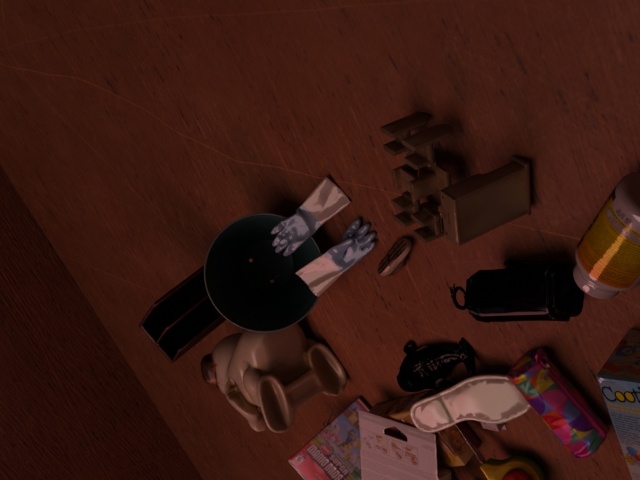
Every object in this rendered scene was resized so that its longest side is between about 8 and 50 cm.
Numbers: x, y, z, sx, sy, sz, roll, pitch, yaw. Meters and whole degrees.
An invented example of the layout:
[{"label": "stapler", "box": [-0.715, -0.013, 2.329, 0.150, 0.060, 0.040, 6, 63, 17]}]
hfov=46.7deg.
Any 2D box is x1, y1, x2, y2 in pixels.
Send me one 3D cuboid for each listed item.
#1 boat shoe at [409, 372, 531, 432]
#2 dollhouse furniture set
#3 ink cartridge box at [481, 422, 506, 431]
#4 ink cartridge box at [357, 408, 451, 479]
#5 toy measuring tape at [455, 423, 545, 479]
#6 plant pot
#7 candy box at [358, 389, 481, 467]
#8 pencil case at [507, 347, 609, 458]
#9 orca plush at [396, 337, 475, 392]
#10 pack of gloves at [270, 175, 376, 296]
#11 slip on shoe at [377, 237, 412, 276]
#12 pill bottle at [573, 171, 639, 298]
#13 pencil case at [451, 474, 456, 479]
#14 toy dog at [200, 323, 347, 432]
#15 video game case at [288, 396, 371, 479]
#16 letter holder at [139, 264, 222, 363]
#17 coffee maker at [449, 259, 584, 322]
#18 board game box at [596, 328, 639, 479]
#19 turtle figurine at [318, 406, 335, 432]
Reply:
[{"label": "boat shoe", "box": [0.354, 0.360, 1.698, 0.320, 0.099, 0.116, -26, 87, 37]}, {"label": "dollhouse furniture set", "box": [0.248, -0.111, 1.377, 0.242, 0.161, 0.212, 44, 153, 51]}, {"label": "ink cartridge box", "box": [0.404, 0.423, 1.760, 0.048, 0.028, 0.083, -1, 122, 50]}, {"label": "ink cartridge box", "box": [0.217, 0.577, 1.943, 0.275, 0.060, 0.238, 6, 102, 47]}, {"label": "toy measuring tape", "box": [0.437, 0.518, 1.764, 0.330, 0.121, 0.121, 56, 149, 18]}, {"label": "plant pot", "box": [-0.137, 0.072, 1.879, 0.290, 0.290, 0.195, 53, -179, -4]}, {"label": "candy box", "box": [0.254, 0.510, 1.965, 0.183, 0.088, 0.316, 52, 147, -2]}, {"label": "pencil case", "box": [0.486, 0.331, 1.518, 0.236, 0.104, 0.104, 50, 146, -1]}, {"label": "orca plush", "box": [0.257, 0.327, 1.773, 0.287, 0.102, 0.151, -18, 108, 54]}, {"label": "pack of gloves", "box": [0.000, 0.000, 1.716, 0.195, 0.046, 0.232, 46, 114, -3]}, {"label": "slip on shoe", "box": [0.175, 0.041, 1.655, 0.041, 0.051, 0.135, 15, 140, -17]}, {"label": "pill bottle", "box": [0.486, 0.000, 1.182, 0.117, 0.117, 0.215, 37, 144, 19]}, {"label": "pencil case", "box": [0.242, 0.747, 2.147, 0.386, 0.160, 0.167, -29, 66, 57]}, {"label": "toy dog", "box": [-0.195, 0.376, 2.195, 0.395, 0.285, 0.408, 57, 148, -9]}, {"label": "video game case", "box": [0.076, 0.622, 2.150, 0.204, 0.285, 0.025, 48, -174, 5]}, {"label": "letter holder", "box": [-0.348, 0.183, 2.161, 0.152, 0.302, 0.214, 48, 146, 4]}, {"label": "coffee maker", "box": [0.368, 0.105, 1.373, 0.178, 0.171, 0.120, -11, 96, 51]}, {"label": "board game box", "box": [0.616, 0.312, 1.305, 0.144, 0.142, 0.275, 1, 123, 49]}, {"label": "turtle figurine", "box": [0.082, 0.621, 2.216, 0.176, 0.234, 0.118, 7, 175, 12]}]
